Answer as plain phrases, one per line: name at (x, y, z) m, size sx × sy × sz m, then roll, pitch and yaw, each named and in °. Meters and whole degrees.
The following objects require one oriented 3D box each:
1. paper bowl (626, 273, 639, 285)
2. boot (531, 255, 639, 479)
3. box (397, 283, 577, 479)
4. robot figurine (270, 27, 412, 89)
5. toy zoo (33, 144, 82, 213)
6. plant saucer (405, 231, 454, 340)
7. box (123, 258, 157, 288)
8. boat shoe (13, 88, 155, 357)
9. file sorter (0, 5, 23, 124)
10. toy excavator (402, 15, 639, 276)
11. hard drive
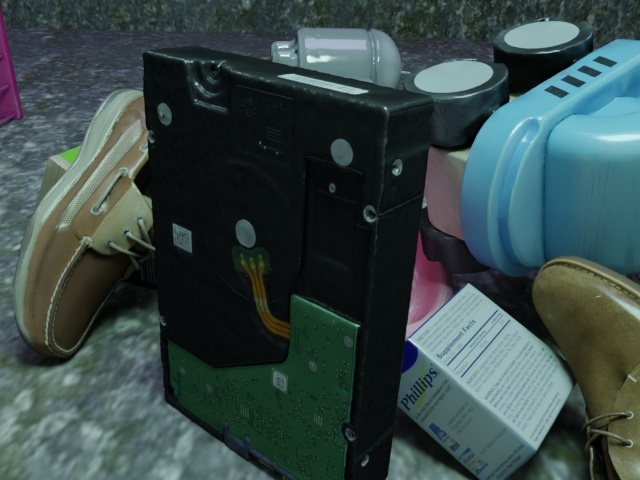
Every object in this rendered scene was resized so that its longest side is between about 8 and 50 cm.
paper bowl at (0.499, 0.058, 0.722) m, size 0.284 × 0.148 × 0.284 m, roll 2°, pitch 27°, yaw -1°
boot at (0.252, 0.139, 0.513) m, size 0.115 × 0.112 × 0.305 m, roll -18°, pitch 55°, yaw -17°
box at (0.145, 0.128, 0.589) m, size 0.137 × 0.072 × 0.126 m, roll 41°, pitch 39°, yaw 17°
robot figurine at (0.051, -0.430, 1.615) m, size 0.353 × 0.200 × 0.300 m, roll -2°, pitch 37°, yaw -8°
toy zoo at (-0.281, -0.077, 0.892) m, size 0.030 × 0.192 × 0.293 m, roll 36°, pitch 32°, yaw 6°
plant saucer at (0.000, 0.000, 0.745) m, size 0.332 × 0.084 × 0.332 m, roll 25°, pitch 35°, yaw -19°
box at (-0.170, -0.011, 0.853) m, size 0.207 × 0.108 × 0.153 m, roll 10°, pitch 28°, yaw 15°
boat shoe at (-0.226, -0.024, 0.710) m, size 0.116 × 0.123 × 0.324 m, roll 13°, pitch 72°, yaw 15°
file sorter at (-0.790, -0.376, 1.343) m, size 0.202 × 0.290 × 0.182 m, roll 4°, pitch 29°, yaw 4°
toy excavator at (0.370, -0.083, 0.648) m, size 0.433 × 0.222 × 0.445 m, roll -31°, pitch 39°, yaw -26°
hard drive at (-0.040, 0.033, 0.516) m, size 0.237 × 0.339 × 0.064 m, roll 21°, pitch 30°, yaw 35°
